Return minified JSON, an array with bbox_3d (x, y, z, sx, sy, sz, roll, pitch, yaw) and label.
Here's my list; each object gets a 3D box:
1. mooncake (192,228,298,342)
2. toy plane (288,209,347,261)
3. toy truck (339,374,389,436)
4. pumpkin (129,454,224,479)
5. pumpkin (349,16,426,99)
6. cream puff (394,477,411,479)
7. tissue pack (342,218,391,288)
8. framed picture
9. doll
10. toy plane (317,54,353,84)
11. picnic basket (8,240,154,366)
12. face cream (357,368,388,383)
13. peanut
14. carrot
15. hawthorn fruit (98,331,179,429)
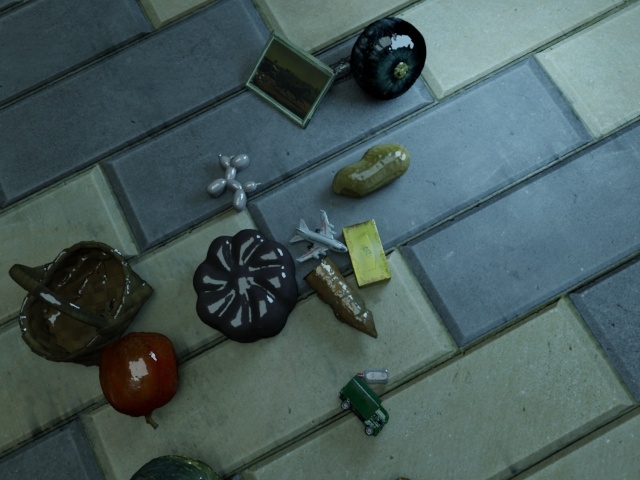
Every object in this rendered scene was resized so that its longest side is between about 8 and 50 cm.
[{"bbox_3d":[-0.205,0.123,1.509,0.307,0.154,0.305,-1,74,5],"label":"mooncake"},{"bbox_3d":[0.000,0.000,1.566,0.171,0.065,0.162,24,78,15],"label":"toy plane"},{"bbox_3d":[0.114,0.435,1.449,0.079,0.065,0.147,-44,79,7],"label":"toy truck"},{"bbox_3d":[-0.321,0.668,1.313,0.257,0.292,0.327,-44,66,14],"label":"pumpkin"},{"bbox_3d":[0.198,-0.523,1.606,0.233,0.233,0.163,-36,49,-5],"label":"pumpkin"},{"bbox_3d":[0.203,0.660,1.370,0.144,0.103,0.126,35,82,17],"label":"cream puff"},{"bbox_3d":[0.128,0.038,1.552,0.095,0.062,0.175,-15,76,0],"label":"tissue pack"},{"bbox_3d":[-0.097,-0.488,1.677,0.252,0.014,0.197,37,108,12],"label":"framed picture"},{"bbox_3d":[-0.256,-0.182,1.634,0.161,0.059,0.160,31,80,11],"label":"doll"},{"bbox_3d":[0.086,-0.535,1.690,0.197,0.078,0.053,-23,75,-1],"label":"toy plane"},{"bbox_3d":[-0.654,0.147,1.435,0.293,0.337,0.337,29,79,19],"label":"picnic basket"},{"bbox_3d":[0.140,0.364,1.490,0.084,0.021,0.040,1,76,4],"label":"face cream"},{"bbox_3d":[0.143,-0.201,1.592,0.237,0.110,0.120,-24,97,5],"label":"peanut"},{"bbox_3d":[0.066,0.165,1.510,0.102,0.102,0.263,-41,78,-7],"label":"carrot"},{"bbox_3d":[-0.464,0.365,1.440,0.205,0.205,0.253,-18,73,-1],"label":"hawthorn fruit"}]
